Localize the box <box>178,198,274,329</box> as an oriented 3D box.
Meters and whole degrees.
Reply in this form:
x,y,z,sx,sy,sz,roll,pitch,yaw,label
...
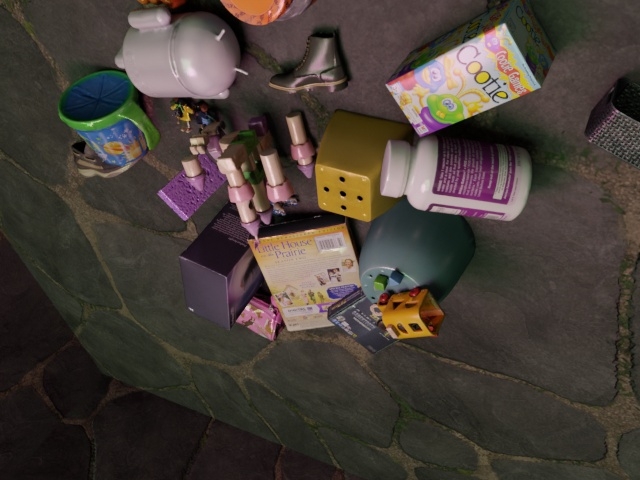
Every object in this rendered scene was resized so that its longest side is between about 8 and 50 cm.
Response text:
x,y,z,sx,sy,sz,roll,pitch,yaw,label
-0.298,0.081,1.919,0.183,0.294,0.296,24,141,14,box

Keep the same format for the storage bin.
x,y,z,sx,sy,sz,roll,pitch,yaw,label
0.606,-0.207,1.095,0.180,0.122,0.084,31,141,4,storage bin

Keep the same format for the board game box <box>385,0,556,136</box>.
x,y,z,sx,sy,sz,roll,pitch,yaw,label
0.295,-0.341,1.164,0.275,0.142,0.144,-17,119,45,board game box

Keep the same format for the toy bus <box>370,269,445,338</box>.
x,y,z,sx,sy,sz,roll,pitch,yaw,label
0.201,0.191,1.443,0.191,0.104,0.202,23,140,15,toy bus

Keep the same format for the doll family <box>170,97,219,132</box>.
x,y,z,sx,sy,sz,roll,pitch,yaw,label
-0.365,-0.365,1.683,0.193,0.076,0.111,15,134,16,doll family

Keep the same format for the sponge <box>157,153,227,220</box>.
x,y,z,sx,sy,sz,roll,pitch,yaw,label
-0.389,-0.169,1.790,0.117,0.210,0.031,48,142,-16,sponge

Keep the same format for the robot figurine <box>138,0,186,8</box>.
x,y,z,sx,sy,sz,roll,pitch,yaw,label
-0.401,-0.647,1.365,0.219,0.128,0.158,40,163,-9,robot figurine

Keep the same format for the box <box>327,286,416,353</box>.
x,y,z,sx,sy,sz,roll,pitch,yaw,label
0.165,0.252,1.870,0.183,0.059,0.233,-36,120,27,box

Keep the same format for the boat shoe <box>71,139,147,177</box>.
x,y,z,sx,sy,sz,roll,pitch,yaw,label
-0.736,-0.295,1.975,0.356,0.132,0.130,-2,129,36,boat shoe

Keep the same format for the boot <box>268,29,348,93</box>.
x,y,z,sx,sy,sz,roll,pitch,yaw,label
-0.038,-0.427,1.385,0.198,0.076,0.137,1,128,18,boot

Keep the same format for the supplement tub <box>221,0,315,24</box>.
x,y,z,sx,sy,sz,roll,pitch,yaw,label
-0.053,-0.534,1.074,0.194,0.316,0.193,20,139,18,supplement tub

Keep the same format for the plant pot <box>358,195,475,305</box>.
x,y,z,sx,sy,sz,roll,pitch,yaw,label
0.235,0.060,1.557,0.293,0.235,0.293,20,140,19,plant pot

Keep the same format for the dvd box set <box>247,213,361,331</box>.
x,y,z,sx,sy,sz,roll,pitch,yaw,label
-0.018,0.113,1.845,0.308,0.062,0.420,-10,128,13,dvd box set

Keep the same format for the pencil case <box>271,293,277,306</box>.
x,y,z,sx,sy,sz,roll,pitch,yaw,label
-0.094,0.171,2.037,0.098,0.095,0.209,7,153,-26,pencil case

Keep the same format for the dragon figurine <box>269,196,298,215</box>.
x,y,z,sx,sy,sz,roll,pitch,yaw,label
-0.200,-0.180,1.741,0.289,0.085,0.144,27,141,8,dragon figurine

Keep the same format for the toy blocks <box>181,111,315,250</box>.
x,y,z,sx,sy,sz,roll,pitch,yaw,label
-0.182,-0.159,1.551,0.309,0.288,0.260,-3,125,19,toy blocks

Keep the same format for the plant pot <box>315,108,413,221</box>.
x,y,z,sx,sy,sz,roll,pitch,yaw,label
0.095,-0.171,1.453,0.212,0.187,0.212,17,138,21,plant pot

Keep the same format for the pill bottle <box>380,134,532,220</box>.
x,y,z,sx,sy,sz,roll,pitch,yaw,label
0.290,-0.142,1.285,0.302,0.169,0.169,8,139,-2,pill bottle

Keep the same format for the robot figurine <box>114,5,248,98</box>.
x,y,z,sx,sy,sz,roll,pitch,yaw,label
-0.346,-0.460,1.460,0.354,0.199,0.300,7,159,31,robot figurine

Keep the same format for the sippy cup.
x,y,z,sx,sy,sz,roll,pitch,yaw,label
-0.636,-0.357,1.780,0.305,0.240,0.224,59,170,35,sippy cup

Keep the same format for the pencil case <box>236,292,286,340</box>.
x,y,z,sx,sy,sz,roll,pitch,yaw,label
-0.303,0.228,2.190,0.386,0.160,0.167,25,108,13,pencil case
